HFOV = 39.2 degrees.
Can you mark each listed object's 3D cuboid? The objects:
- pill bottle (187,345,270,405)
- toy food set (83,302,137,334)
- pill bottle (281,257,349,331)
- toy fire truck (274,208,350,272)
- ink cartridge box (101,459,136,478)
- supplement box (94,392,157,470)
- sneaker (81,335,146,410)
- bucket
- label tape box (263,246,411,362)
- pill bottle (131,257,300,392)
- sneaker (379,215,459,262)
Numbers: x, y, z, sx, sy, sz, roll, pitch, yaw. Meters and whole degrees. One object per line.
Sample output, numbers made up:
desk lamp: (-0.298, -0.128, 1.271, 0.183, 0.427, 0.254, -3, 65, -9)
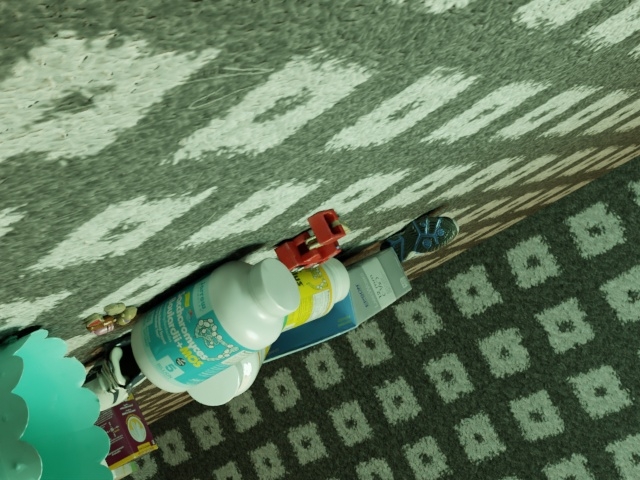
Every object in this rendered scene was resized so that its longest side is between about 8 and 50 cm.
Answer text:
pill bottle: (-0.172, 0.205, 1.646, 0.136, 0.136, 0.245, -28, -171, 13)
toy food set: (-0.316, 0.120, 1.345, 0.078, 0.019, 0.122, -27, 171, 5)
pill bottle: (-0.046, 0.095, 1.644, 0.208, 0.117, 0.117, -16, 167, -45)
toy fire truck: (0.000, 0.000, 1.459, 0.135, 0.047, 0.192, -31, 170, 22)
ink cartridge box: (-0.590, 0.532, 2.303, 0.119, 0.207, 0.353, -24, 171, -5)
supplement box: (-0.473, 0.428, 2.101, 0.081, 0.188, 0.104, -30, 170, 18)
sneaker: (-0.371, 0.236, 1.617, 0.235, 0.094, 0.153, -28, 169, 11)
bucket: (-0.411, 0.274, 1.190, 0.183, 0.281, 0.281, -18, 171, 3)
label tape box: (0.004, 0.138, 1.874, 0.249, 0.115, 0.348, -24, 178, 31)
pill bottle: (-0.160, 0.125, 1.409, 0.264, 0.146, 0.146, -32, 170, 26)
sneaker: (0.221, -0.011, 1.956, 0.081, 0.080, 0.211, -26, -177, -43)
